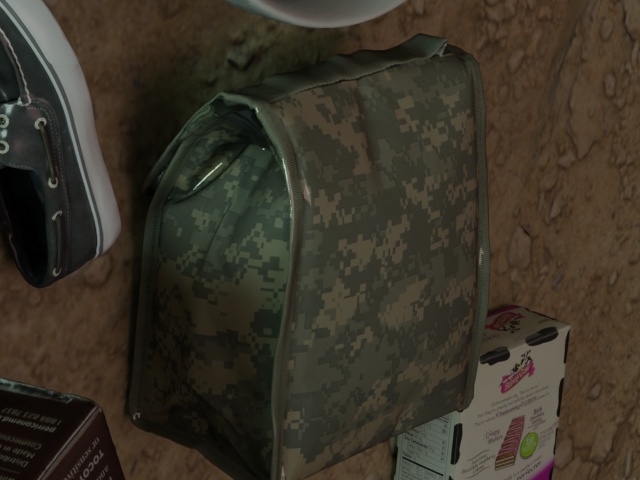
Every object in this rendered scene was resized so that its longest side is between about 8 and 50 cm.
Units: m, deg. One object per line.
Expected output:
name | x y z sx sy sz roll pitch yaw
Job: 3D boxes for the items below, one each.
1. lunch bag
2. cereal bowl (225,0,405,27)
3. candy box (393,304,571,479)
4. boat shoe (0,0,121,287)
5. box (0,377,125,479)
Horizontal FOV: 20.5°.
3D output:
lunch bag | 0.000 0.000 1.250 0.235 0.169 0.287 -18 123 -46
cereal bowl | -0.020 -0.311 1.116 0.339 0.141 0.339 -24 123 -44
candy box | 0.139 0.189 1.575 0.159 0.071 0.233 -15 117 -46
boat shoe | -0.188 -0.064 1.076 0.076 0.080 0.228 -45 143 -31
box | -0.206 0.200 0.975 0.167 0.168 0.203 -55 143 -42
